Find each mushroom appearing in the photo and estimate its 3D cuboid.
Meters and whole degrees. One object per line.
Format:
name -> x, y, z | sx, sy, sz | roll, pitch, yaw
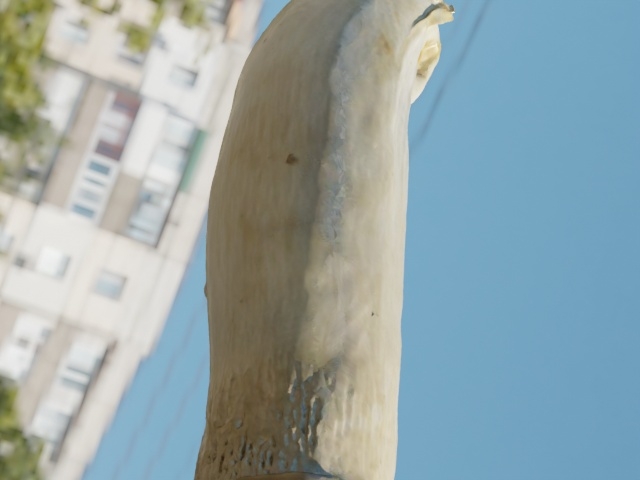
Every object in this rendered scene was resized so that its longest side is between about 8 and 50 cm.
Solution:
mushroom -> 0.000, 0.000, 0.908 | 0.095, 0.123, 0.351 | -22, -136, 39
